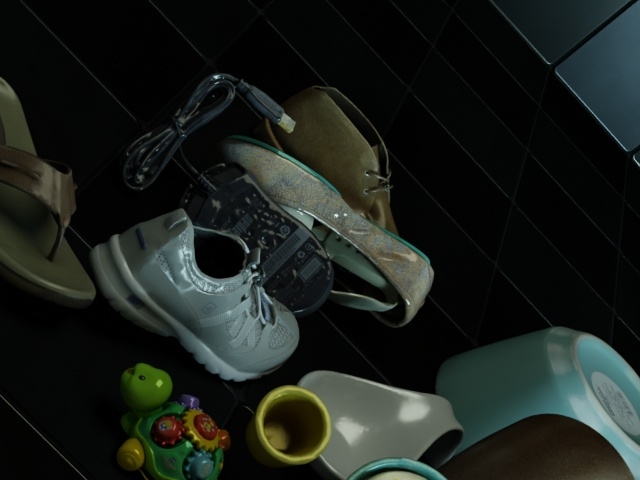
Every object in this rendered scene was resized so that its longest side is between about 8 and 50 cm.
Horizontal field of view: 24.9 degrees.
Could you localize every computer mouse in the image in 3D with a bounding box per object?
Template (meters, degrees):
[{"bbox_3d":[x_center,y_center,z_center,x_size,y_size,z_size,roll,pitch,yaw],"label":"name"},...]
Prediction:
[{"bbox_3d":[-0.074,-0.050,1.544,0.262,0.060,0.184,41,70,-8],"label":"computer mouse"}]

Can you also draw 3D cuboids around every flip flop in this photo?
[{"bbox_3d":[-0.265,-0.058,1.294,0.112,0.080,0.277,19,39,-48],"label":"flip flop"}]

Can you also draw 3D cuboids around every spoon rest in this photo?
[{"bbox_3d":[0.066,0.195,1.493,0.276,0.084,0.137,10,46,-55],"label":"spoon rest"}]

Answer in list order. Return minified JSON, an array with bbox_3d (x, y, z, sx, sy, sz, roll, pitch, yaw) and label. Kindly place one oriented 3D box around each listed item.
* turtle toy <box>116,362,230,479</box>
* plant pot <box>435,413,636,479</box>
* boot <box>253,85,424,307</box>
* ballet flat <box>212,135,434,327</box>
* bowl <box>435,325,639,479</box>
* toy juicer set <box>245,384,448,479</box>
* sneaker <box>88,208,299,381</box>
[{"bbox_3d":[-0.127,0.163,1.237,0.130,0.066,0.095,48,25,-5],"label":"turtle toy"},{"bbox_3d":[0.164,0.294,1.415,0.230,0.215,0.215,-6,59,-42],"label":"plant pot"},{"bbox_3d":[0.049,-0.052,1.766,0.305,0.115,0.112,54,22,3],"label":"boot"},{"bbox_3d":[0.000,0.000,1.630,0.316,0.107,0.106,32,61,-22],"label":"ballet flat"},{"bbox_3d":[0.301,0.226,1.745,0.311,0.163,0.311,39,27,-24],"label":"bowl"},{"bbox_3d":[0.052,0.284,1.227,0.329,0.089,0.209,32,63,-7],"label":"toy juicer set"},{"bbox_3d":[-0.089,0.053,1.375,0.281,0.115,0.105,30,31,-55],"label":"sneaker"}]
